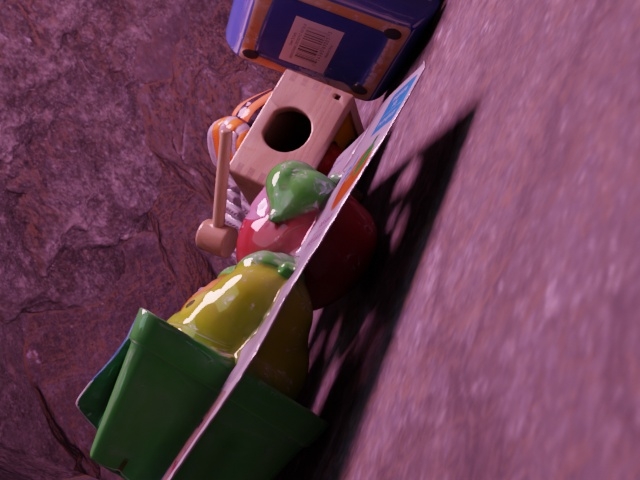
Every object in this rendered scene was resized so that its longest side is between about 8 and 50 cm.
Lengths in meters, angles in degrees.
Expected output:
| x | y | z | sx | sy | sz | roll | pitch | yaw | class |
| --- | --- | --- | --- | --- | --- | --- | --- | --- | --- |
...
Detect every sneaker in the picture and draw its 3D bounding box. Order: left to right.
| x | y | z | sx | sy | sz | roll | pitch | yaw | class |
| --- | --- | --- | --- | --- | --- | --- | --- | --- | --- |
| -0.031 | -0.067 | 1.227 | 0.180 | 0.125 | 0.321 | -39 | -28 | -26 | sneaker |

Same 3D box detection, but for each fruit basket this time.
| x | y | z | sx | sy | sz | roll | pitch | yaw | class |
| --- | --- | --- | --- | --- | --- | --- | --- | --- | --- |
| -0.054 | 0.040 | 0.780 | 0.353 | 0.165 | 0.327 | -65 | 6 | -11 | fruit basket |

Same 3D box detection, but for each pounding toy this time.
| x | y | z | sx | sy | sz | roll | pitch | yaw | class |
| --- | --- | --- | --- | --- | --- | --- | --- | --- | --- |
| -0.038 | -0.062 | 1.000 | 0.206 | 0.094 | 0.181 | -61 | -19 | -13 | pounding toy |

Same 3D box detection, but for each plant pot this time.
| x | y | z | sx | sy | sz | roll | pitch | yaw | class |
| --- | --- | --- | --- | --- | --- | --- | --- | --- | --- |
| 0.021 | -0.303 | 1.091 | 0.236 | 0.236 | 0.212 | 127 | 159 | -66 | plant pot |

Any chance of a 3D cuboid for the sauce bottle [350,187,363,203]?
| x | y | z | sx | sy | sz | roll | pitch | yaw | class |
| --- | --- | --- | --- | --- | --- | --- | --- | --- | --- |
| 0.000 | 0.000 | 0.996 | 0.042 | 0.042 | 0.128 | -87 | 23 | -72 | sauce bottle |
